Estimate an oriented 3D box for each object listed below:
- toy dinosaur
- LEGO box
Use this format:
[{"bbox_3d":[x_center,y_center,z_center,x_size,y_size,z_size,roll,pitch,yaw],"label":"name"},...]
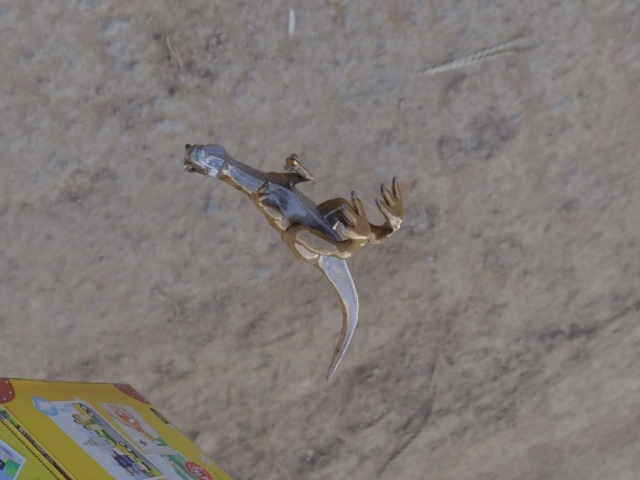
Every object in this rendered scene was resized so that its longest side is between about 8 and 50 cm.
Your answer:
[{"bbox_3d":[0.000,0.000,0.590,0.112,0.064,0.211,-11,127,41],"label":"toy dinosaur"},{"bbox_3d":[-0.243,0.404,1.199,0.193,0.500,0.372,-56,156,4],"label":"LEGO box"}]
